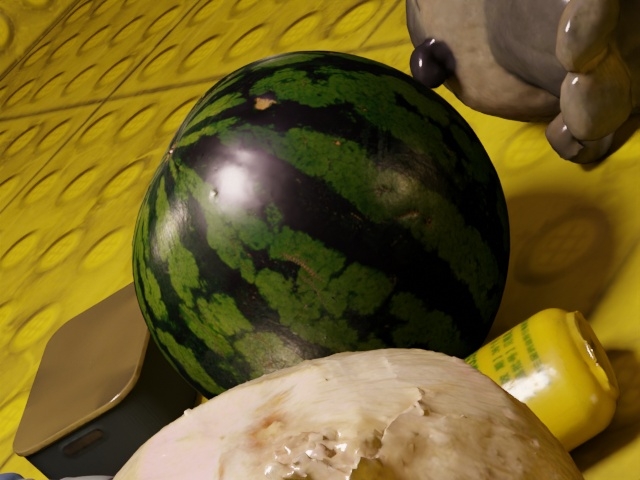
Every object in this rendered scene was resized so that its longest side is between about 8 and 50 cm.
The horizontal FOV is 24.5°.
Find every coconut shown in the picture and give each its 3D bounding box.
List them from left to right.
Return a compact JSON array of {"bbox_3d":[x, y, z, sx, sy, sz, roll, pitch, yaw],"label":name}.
[{"bbox_3d":[0.011,0.193,0.764,0.297,0.254,0.297,-32,26,18],"label":"coconut"}]

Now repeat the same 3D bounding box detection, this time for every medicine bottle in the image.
[{"bbox_3d":[0.057,0.154,0.987,0.309,0.076,0.111,-34,23,15],"label":"medicine bottle"}]

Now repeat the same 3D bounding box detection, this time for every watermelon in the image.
[{"bbox_3d":[0.000,0.000,1.086,0.285,0.285,0.285,-32,25,17],"label":"watermelon"}]

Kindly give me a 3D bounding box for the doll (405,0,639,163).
[{"bbox_3d":[0.253,-0.213,1.244,0.378,0.252,0.382,-12,21,-17],"label":"doll"}]

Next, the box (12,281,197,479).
[{"bbox_3d":[-0.186,0.137,1.353,0.144,0.090,0.201,-32,25,19],"label":"box"}]

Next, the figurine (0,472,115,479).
[{"bbox_3d":[-0.328,0.244,1.252,0.381,0.205,0.224,-22,34,18],"label":"figurine"}]
